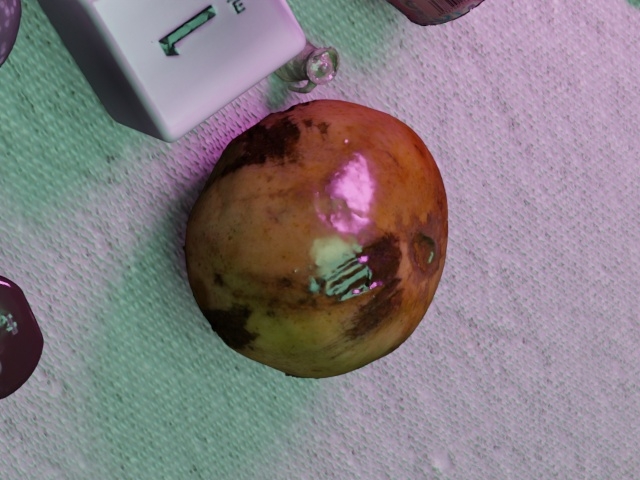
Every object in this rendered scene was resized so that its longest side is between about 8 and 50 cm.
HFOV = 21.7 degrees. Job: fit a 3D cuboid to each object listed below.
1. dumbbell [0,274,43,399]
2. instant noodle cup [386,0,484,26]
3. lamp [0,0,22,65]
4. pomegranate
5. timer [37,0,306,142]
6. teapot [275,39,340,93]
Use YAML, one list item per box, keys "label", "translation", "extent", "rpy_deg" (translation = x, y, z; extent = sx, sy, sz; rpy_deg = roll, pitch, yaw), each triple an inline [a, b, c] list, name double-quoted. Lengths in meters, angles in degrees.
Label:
- label: "dumbbell"
  translation: [-0.386, 0.083, 1.755]
  extent: [0.124, 0.225, 0.140]
  rpy_deg: [-27, 110, -20]
- label: "instant noodle cup"
  translation: [0.096, -0.386, 1.890]
  extent: [0.231, 0.243, 0.243]
  rpy_deg: [37, 84, -34]
- label: "lamp"
  translation: [-0.458, -0.216, 1.685]
  extent: [0.314, 0.182, 0.182]
  rpy_deg: [-19, 109, -16]
- label: "pomegranate"
  translation: [0.000, 0.000, 1.898]
  extent: [0.322, 0.322, 0.322]
  rpy_deg: [-6, 104, -25]
- label: "timer"
  translation: [-0.165, -0.244, 1.809]
  extent: [0.195, 0.192, 0.194]
  rpy_deg: [-38, 115, -14]
- label: "teapot"
  translation: [-0.015, -0.205, 1.954]
  extent: [0.057, 0.083, 0.067]
  rpy_deg: [17, 92, -33]
